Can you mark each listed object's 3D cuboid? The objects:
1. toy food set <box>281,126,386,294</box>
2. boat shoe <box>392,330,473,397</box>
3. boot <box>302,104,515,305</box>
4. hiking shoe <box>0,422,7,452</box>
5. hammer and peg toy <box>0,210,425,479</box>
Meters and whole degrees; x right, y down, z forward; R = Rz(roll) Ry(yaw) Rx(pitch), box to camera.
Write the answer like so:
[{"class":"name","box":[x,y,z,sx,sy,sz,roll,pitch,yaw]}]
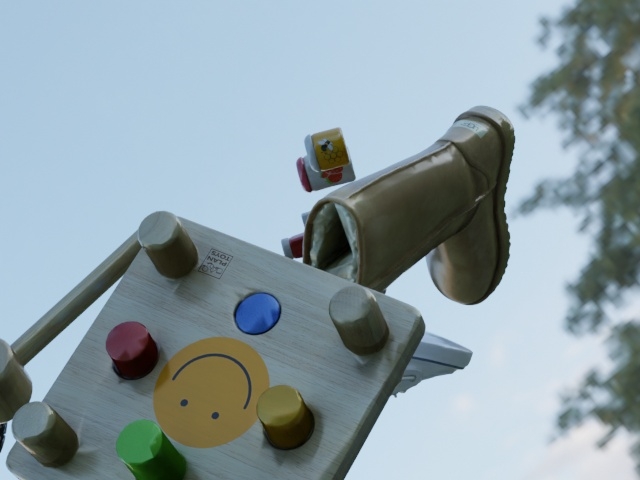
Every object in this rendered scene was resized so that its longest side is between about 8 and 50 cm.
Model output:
[{"class":"toy food set","box":[0.000,0.000,1.526,0.105,0.232,0.111,-15,18,4]},{"class":"boat shoe","box":[0.072,0.145,1.766,0.258,0.095,0.084,9,-79,-36]},{"class":"boot","box":[0.082,0.009,1.423,0.269,0.089,0.236,-36,-46,-45]},{"class":"hiking shoe","box":[-0.401,0.218,1.433,0.227,0.114,0.086,-44,-31,-61]},{"class":"hammer and peg toy","box":[-0.125,0.097,1.176,0.266,0.361,0.127,-58,-28,-20]}]
